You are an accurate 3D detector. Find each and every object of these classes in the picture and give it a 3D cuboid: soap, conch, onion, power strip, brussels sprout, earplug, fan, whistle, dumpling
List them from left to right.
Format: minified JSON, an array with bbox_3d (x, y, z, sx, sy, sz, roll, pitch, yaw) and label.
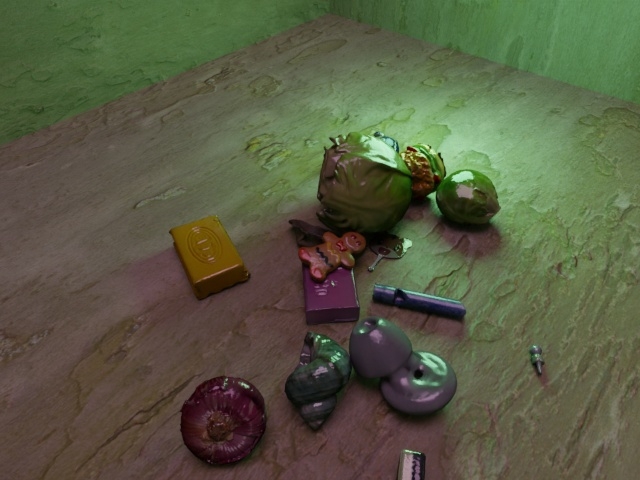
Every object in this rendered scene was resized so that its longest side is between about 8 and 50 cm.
[{"bbox_3d":[-0.413,0.048,1.721,0.204,0.096,0.324,-23,48,-19],"label":"soap"},{"bbox_3d":[-0.252,0.461,1.241,0.230,0.229,0.163,-2,8,1],"label":"onion"},{"bbox_3d":[-0.012,0.383,1.314,0.196,0.220,0.276,15,61,-34],"label":"conch"},{"bbox_3d":[0.001,0.003,1.759,0.333,0.085,0.166,18,16,20],"label":"dumpling"},{"bbox_3d":[0.030,0.157,1.601,0.181,0.081,0.259,-4,44,-1],"label":"soap"},{"bbox_3d":[0.174,-0.216,1.794,0.362,0.342,0.425,10,45,-5],"label":"brussels sprout"},{"bbox_3d":[0.239,0.043,1.760,0.153,0.008,0.226,23,49,22],"label":"fan"},{"bbox_3d":[0.225,0.350,1.327,0.326,0.175,0.214,34,49,17],"label":"earplug"},{"bbox_3d":[0.200,0.631,1.087,0.070,0.105,0.256,6,45,11],"label":"power strip"},{"bbox_3d":[0.327,0.200,1.559,0.305,0.062,0.062,11,46,13],"label":"whistle"},{"bbox_3d":[0.574,-0.164,1.827,0.245,0.244,0.244,-1,44,1],"label":"brussels sprout"},{"bbox_3d":[0.650,0.354,1.404,0.035,0.035,0.100,4,46,6],"label":"whistle"}]

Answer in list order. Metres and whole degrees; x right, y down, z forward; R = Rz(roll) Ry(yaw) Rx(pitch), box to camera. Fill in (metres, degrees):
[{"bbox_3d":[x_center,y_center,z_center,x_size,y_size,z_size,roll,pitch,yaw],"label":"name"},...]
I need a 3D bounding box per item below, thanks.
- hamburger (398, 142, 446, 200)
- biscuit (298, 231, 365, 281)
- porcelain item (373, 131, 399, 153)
[{"bbox_3d":[0.389,-0.272,1.919,0.149,0.236,0.237,-29,50,-36],"label":"hamburger"},{"bbox_3d":[0.050,0.036,1.621,0.250,0.036,0.165,-24,62,-23],"label":"biscuit"},{"bbox_3d":[0.202,-0.360,2.062,0.288,0.138,0.186,-6,52,23],"label":"porcelain item"}]
